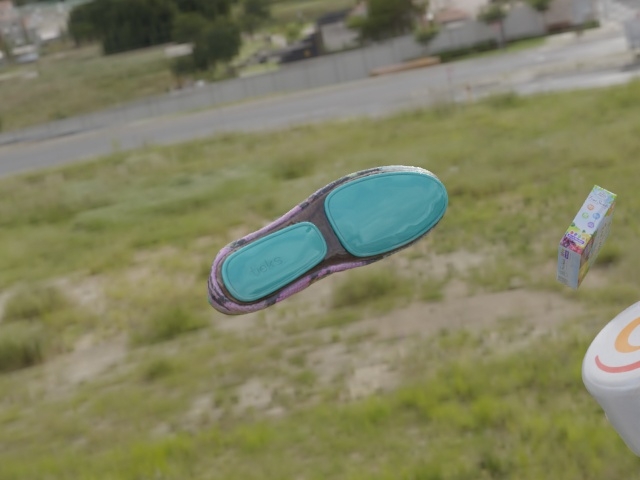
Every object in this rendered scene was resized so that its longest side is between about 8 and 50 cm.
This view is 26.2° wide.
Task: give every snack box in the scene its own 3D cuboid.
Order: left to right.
[{"bbox_3d":[0.363,-0.002,1.884,0.037,0.100,0.141,28,-15,17],"label":"snack box"}]

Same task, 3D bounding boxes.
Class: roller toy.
[{"bbox_3d":[0.424,0.165,1.652,0.191,0.146,0.209,-44,17,-21],"label":"roller toy"}]

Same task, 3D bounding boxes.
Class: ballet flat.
[{"bbox_3d":[0.000,0.000,1.138,0.221,0.077,0.079,-27,-1,-20],"label":"ballet flat"}]
